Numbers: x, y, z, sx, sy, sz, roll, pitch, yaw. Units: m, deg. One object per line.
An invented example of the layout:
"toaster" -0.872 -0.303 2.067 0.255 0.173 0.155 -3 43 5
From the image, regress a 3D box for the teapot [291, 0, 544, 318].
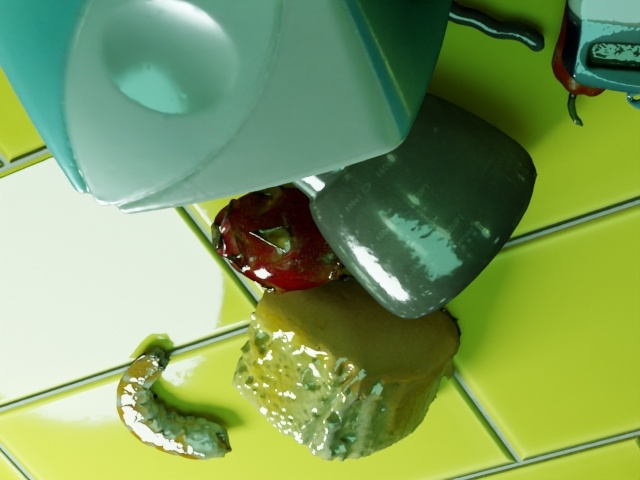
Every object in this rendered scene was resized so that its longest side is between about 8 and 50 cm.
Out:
"teapot" 0.079 -0.101 1.842 0.285 0.223 0.305 38 132 -10

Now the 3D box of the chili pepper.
"chili pepper" 0.272 -0.222 1.783 0.071 0.063 0.272 0 129 -2

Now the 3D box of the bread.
"bread" 0.039 0.146 2.107 0.262 0.162 0.204 10 123 -13

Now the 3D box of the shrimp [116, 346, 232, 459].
"shrimp" -0.184 0.209 2.302 0.161 0.049 0.166 14 125 4

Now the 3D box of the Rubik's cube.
"Rubik's cube" -0.096 -0.268 1.640 0.352 0.347 0.351 -8 128 21

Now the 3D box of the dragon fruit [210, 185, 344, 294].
"dragon fruit" 0.000 0.000 2.029 0.246 0.125 0.125 7 120 -13

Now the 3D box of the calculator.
"calculator" 0.322 -0.260 1.696 0.173 0.051 0.293 4 118 0
